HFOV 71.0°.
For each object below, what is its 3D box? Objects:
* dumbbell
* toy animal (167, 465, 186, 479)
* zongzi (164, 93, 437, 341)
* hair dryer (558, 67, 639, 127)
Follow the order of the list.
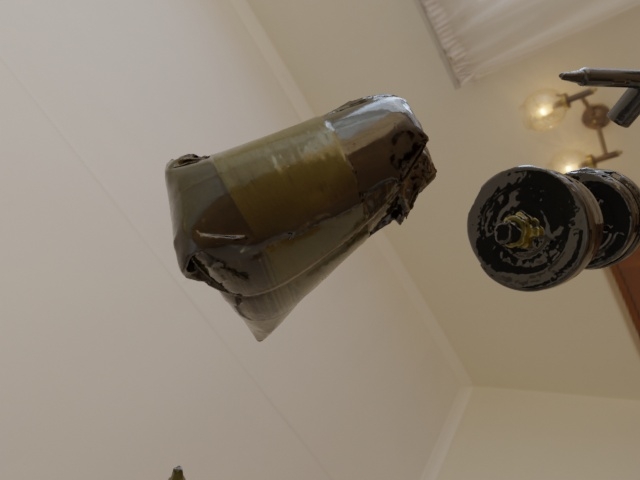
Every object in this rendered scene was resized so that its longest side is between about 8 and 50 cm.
[{"bbox_3d":[0.390,-0.028,0.730,0.388,0.185,0.185,-7,-95,-41],"label":"dumbbell"},{"bbox_3d":[-0.128,0.376,0.516,0.103,0.101,0.219,-33,-76,4],"label":"toy animal"},{"bbox_3d":[0.000,0.000,0.565,0.318,0.289,0.154,73,177,-52],"label":"zongzi"},{"bbox_3d":[0.497,-0.286,0.739,0.194,0.173,0.050,7,-139,-19],"label":"hair dryer"}]
